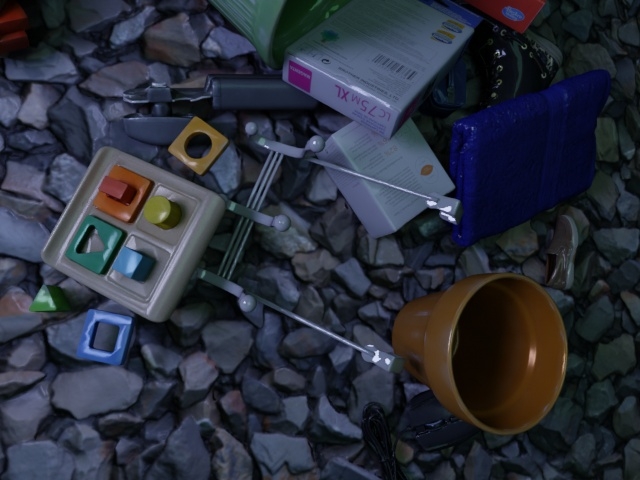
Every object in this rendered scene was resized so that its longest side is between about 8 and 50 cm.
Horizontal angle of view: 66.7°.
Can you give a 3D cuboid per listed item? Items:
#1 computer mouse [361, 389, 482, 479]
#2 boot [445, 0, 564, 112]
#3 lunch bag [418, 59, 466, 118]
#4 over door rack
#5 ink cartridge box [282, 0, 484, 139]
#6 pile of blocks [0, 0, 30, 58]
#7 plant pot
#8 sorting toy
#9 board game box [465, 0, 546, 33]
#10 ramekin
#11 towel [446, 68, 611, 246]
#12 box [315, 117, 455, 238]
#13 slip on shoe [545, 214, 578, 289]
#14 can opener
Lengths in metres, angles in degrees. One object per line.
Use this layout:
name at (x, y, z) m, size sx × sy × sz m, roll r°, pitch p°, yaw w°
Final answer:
computer mouse at (0.205, 0.311, 0.759) m, size 0.262 × 0.060 × 0.184 m, roll -15°, pitch 87°, yaw -18°
boot at (0.300, -0.296, 0.848) m, size 0.236 × 0.085 × 0.178 m, roll 25°, pitch 80°, yaw -12°
lunch bag at (0.209, -0.265, 0.824) m, size 0.067 × 0.065 × 0.098 m, roll 2°, pitch 83°, yaw -17°
over door rack at (0.000, 0.000, 0.639) m, size 0.324 × 0.108 × 0.239 m, roll 23°, pitch 87°, yaw 11°
ink cartridge box at (0.106, -0.295, 0.740) m, size 0.186 × 0.065 × 0.311 m, roll 33°, pitch 59°, yaw 12°
pile of blocks at (-0.379, -0.392, 0.615) m, size 0.113 × 0.149 × 0.362 m, roll 14°, pitch 79°, yaw -15°
plant pot at (0.206, 0.150, 0.703) m, size 0.205 × 0.188 × 0.205 m, roll 2°, pitch 85°, yaw -25°
sorting toy at (-0.245, -0.017, 0.625) m, size 0.196 × 0.047 × 0.347 m, roll 24°, pitch 82°, yaw 10°
board game box at (0.254, -0.517, 0.815) m, size 0.316 × 0.064 × 0.242 m, roll 30°, pitch 66°, yaw 1°
ramekin at (-0.028, -0.400, 0.652) m, size 0.148 × 0.303 × 0.303 m, roll 40°, pitch 74°, yaw -1°
towel at (0.336, -0.138, 0.805) m, size 0.308 × 0.076 × 0.227 m, roll -23°, pitch 125°, yaw -21°
box at (0.099, -0.110, 0.758) m, size 0.130 × 0.091 × 0.170 m, roll -35°, pitch 94°, yaw -18°
slip on shoe at (0.425, 0.020, 0.869) m, size 0.041 × 0.051 × 0.135 m, roll 6°, pitch 88°, yaw -5°
can opener at (-0.141, -0.194, 0.718) m, size 0.283 × 0.076 × 0.095 m, roll -6°, pitch 117°, yaw -18°
